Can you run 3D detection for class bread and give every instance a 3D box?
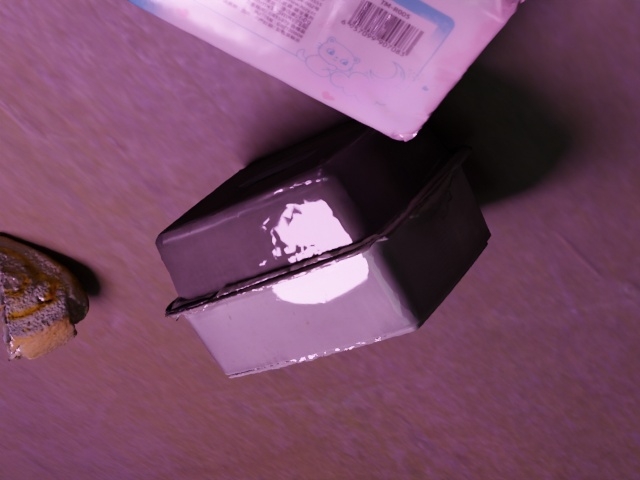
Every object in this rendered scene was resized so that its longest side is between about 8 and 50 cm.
[{"bbox_3d":[-0.347,0.066,1.373,0.110,0.156,0.103,-10,152,-15],"label":"bread"}]

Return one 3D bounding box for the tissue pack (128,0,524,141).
[{"bbox_3d":[0.005,-0.218,0.851,0.271,0.124,0.201,27,142,-9],"label":"tissue pack"}]

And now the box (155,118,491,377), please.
[{"bbox_3d":[0.000,0.000,1.043,0.290,0.220,0.166,-20,106,39],"label":"box"}]
